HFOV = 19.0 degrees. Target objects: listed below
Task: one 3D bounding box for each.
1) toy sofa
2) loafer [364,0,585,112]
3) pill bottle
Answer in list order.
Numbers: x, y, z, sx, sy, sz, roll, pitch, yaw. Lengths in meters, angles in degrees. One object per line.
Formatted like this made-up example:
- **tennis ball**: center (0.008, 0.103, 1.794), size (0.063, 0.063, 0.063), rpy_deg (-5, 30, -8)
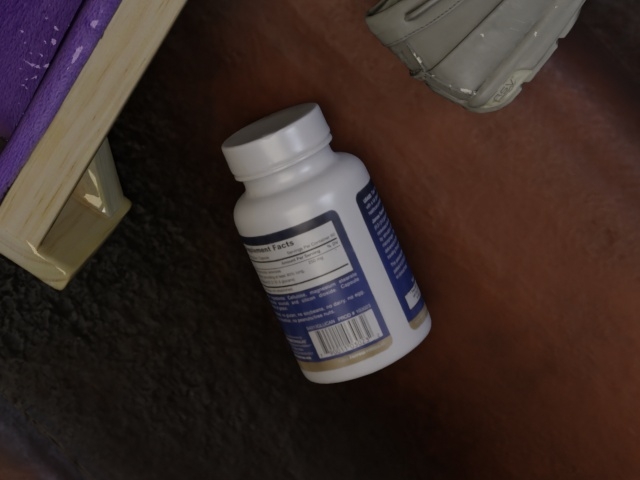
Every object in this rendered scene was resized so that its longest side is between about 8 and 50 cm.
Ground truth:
- **toy sofa**: center (-0.135, -0.167, 1.189), size (0.177, 0.150, 0.362), rpy_deg (33, 112, -3)
- **loafer**: center (0.145, -0.219, 1.136), size (0.111, 0.112, 0.319), rpy_deg (32, 113, -10)
- **pill bottle**: center (0.000, 0.000, 1.252), size (0.094, 0.094, 0.169), rpy_deg (-19, 105, 17)
